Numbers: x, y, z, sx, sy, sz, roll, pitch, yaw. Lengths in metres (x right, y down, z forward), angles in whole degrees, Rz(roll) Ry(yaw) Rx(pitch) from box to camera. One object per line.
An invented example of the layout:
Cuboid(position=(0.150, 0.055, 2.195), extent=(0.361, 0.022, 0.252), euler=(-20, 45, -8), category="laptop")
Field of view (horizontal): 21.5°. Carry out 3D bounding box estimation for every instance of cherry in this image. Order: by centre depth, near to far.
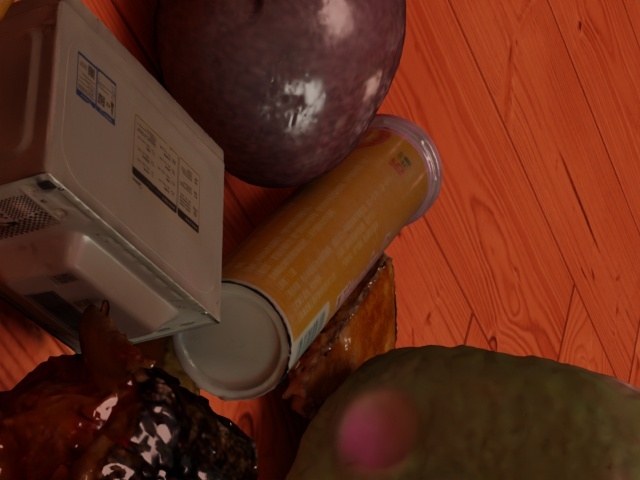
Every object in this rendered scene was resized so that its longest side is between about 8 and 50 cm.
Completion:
Cuboid(position=(-0.028, -0.163, 1.317), extent=(0.213, 0.183, 0.266), euler=(-31, 137, -42), category="cherry")

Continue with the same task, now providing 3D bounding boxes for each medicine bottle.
Cuboid(position=(0.000, 0.000, 1.364), extent=(0.426, 0.108, 0.108), euler=(-47, 128, -65), category="medicine bottle")

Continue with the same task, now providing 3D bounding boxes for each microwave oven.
Cuboid(position=(-0.163, -0.035, 1.086), extent=(0.208, 0.122, 0.162), euler=(47, 37, -50), category="microwave oven")

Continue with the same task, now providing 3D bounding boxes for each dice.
Cuboid(position=(0.158, 0.285, 1.409), extent=(0.318, 0.330, 0.322), euler=(48, 56, -57), category="dice")

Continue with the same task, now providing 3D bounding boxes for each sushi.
Cuboid(position=(-0.149, 0.209, 1.009), extent=(0.182, 0.196, 0.343), euler=(43, 51, -49), category="sushi")

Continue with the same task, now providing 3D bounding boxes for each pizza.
Cuboid(position=(0.011, 0.102, 1.489), extent=(0.193, 0.053, 0.201), euler=(6, 92, -64), category="pizza")

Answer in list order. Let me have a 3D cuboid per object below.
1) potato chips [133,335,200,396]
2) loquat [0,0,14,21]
Cuboid(position=(-0.141, 0.220, 1.175), extent=(0.080, 0.057, 0.407), euler=(44, 47, -44), category="potato chips")
Cuboid(position=(-0.263, -0.187, 0.720), extent=(0.328, 0.328, 0.329), euler=(16, 72, -61), category="loquat")
